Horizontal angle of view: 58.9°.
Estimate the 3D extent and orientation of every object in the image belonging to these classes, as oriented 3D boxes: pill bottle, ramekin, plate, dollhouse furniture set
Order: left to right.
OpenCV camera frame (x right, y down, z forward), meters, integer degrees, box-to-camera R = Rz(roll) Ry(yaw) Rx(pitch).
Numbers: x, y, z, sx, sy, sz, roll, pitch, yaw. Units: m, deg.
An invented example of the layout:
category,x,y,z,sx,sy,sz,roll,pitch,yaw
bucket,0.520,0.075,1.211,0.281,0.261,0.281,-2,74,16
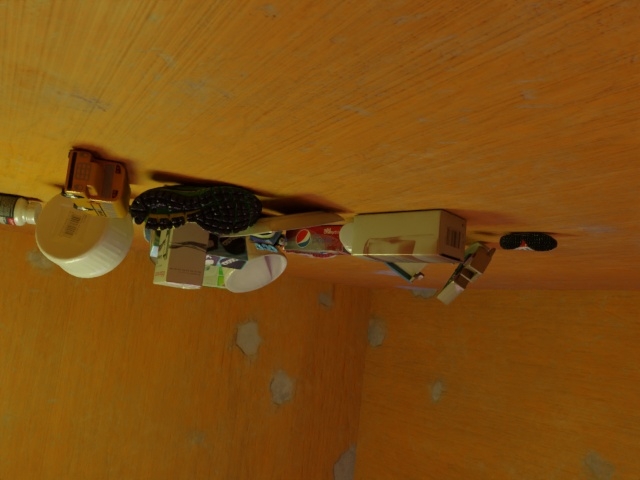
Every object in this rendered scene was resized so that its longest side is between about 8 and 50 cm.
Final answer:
category,x,y,z,sx,sy,sz,roll,pitch,yaw
pill bottle,-1.124,-0.110,2.066,0.180,0.107,0.108,7,171,-8
ramekin,-0.747,-0.032,1.781,0.278,0.276,0.135,5,163,11
ramekin,-0.283,0.088,2.333,0.273,0.127,0.272,-22,152,-12
plate,-0.116,-0.052,1.678,0.278,0.045,0.278,-10,-176,-41
pill bottle,0.134,-0.001,1.819,0.108,0.108,0.193,2,170,26
dollhouse furniture set,0.388,0.013,1.878,0.303,0.198,0.286,36,149,6

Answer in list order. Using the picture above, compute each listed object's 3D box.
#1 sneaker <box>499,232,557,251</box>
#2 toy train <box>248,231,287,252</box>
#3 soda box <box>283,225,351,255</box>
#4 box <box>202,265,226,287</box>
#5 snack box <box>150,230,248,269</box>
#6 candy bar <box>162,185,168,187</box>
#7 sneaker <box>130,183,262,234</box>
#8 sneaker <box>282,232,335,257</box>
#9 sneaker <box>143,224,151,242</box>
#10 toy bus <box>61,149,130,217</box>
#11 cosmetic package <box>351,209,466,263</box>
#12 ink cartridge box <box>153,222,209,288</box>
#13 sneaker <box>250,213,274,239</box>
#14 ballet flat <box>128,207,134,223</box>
category,x,y,z,sx,sy,sz,roll,pitch,yaw
sneaker,0.622,0.002,1.689,0.162,0.057,0.075,0,-174,31
toy train,-0.197,-0.017,2.019,0.184,0.080,0.105,7,144,54
soda box,0.000,0.000,1.978,0.264,0.092,0.084,1,169,37
box,-0.501,0.086,2.466,0.262,0.230,0.127,8,173,-6
snack box,-0.415,-0.009,1.946,0.322,0.187,0.060,10,134,-25
candy bar,-0.451,-0.138,1.662,0.040,0.018,0.161,9,172,-19
sneaker,-0.330,-0.104,1.543,0.344,0.134,0.146,4,-159,-13
sneaker,-0.017,0.015,2.116,0.253,0.102,0.111,8,178,36
sneaker,-0.513,-0.005,2.225,0.182,0.127,0.316,1,169,44
toy bus,-0.569,-0.136,1.460,0.130,0.108,0.333,8,171,-14
cosmetic package,0.250,-0.006,1.628,0.296,0.129,0.153,-1,170,44
ink cartridge box,-0.423,0.007,1.744,0.115,0.272,0.198,11,170,-25
sneaker,-0.240,-0.069,1.848,0.235,0.084,0.097,10,147,-25
ballet flat,-0.686,-0.090,2.003,0.070,0.070,0.189,-2,168,43
